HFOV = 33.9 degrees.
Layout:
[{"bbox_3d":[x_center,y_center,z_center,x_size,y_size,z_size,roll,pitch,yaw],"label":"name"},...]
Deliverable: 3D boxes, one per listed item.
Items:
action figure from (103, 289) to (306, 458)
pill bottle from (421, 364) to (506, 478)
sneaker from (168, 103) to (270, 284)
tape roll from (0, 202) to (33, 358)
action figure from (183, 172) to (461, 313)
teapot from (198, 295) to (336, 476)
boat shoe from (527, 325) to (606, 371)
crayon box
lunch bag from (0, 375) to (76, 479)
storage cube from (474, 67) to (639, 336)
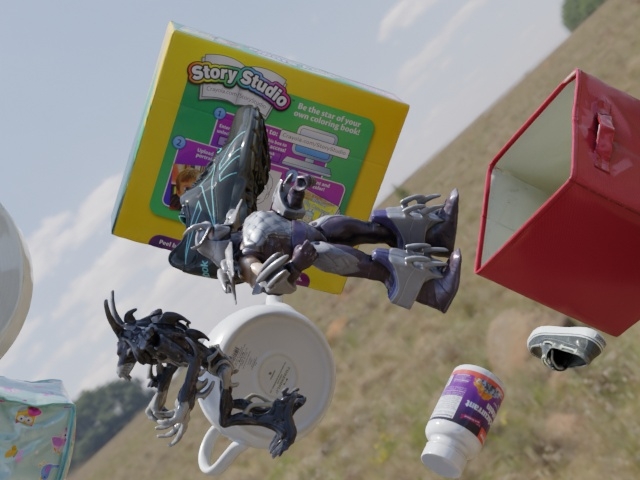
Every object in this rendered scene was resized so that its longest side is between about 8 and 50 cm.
[{"bbox_3d":[-0.158,0.175,1.264,0.141,0.276,0.164,-60,7,0],"label":"action figure"},{"bbox_3d":[0.259,0.334,1.933,0.193,0.108,0.108,-59,7,-31],"label":"pill bottle"},{"bbox_3d":[-0.128,-0.069,1.360,0.101,0.106,0.267,74,-160,-55],"label":"sneaker"},{"bbox_3d":[-0.670,0.067,1.710,0.392,0.392,0.072,-43,-8,-12],"label":"tape roll"},{"bbox_3d":[0.000,0.000,1.094,0.185,0.285,0.099,-89,4,-49],"label":"action figure"},{"bbox_3d":[-0.111,0.233,1.765,0.256,0.252,0.187,-19,2,-29],"label":"teapot"},{"bbox_3d":[0.459,0.212,2.032,0.070,0.078,0.219,-50,10,-20],"label":"boat shoe"},{"bbox_3d":[-0.094,-0.117,1.565,0.106,0.363,0.313,-124,52,-70],"label":"crayon box"},{"bbox_3d":[-0.474,0.356,1.637,0.223,0.160,0.262,-169,87,-72],"label":"lunch bag"},{"bbox_3d":[0.309,-0.038,1.179,0.215,0.193,0.183,-54,16,47],"label":"storage cube"}]
